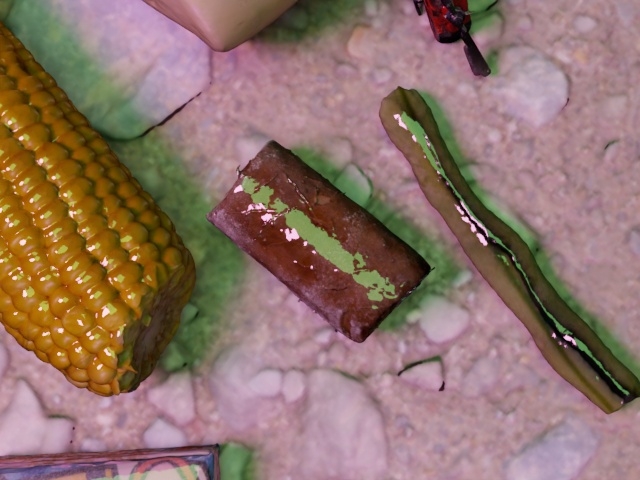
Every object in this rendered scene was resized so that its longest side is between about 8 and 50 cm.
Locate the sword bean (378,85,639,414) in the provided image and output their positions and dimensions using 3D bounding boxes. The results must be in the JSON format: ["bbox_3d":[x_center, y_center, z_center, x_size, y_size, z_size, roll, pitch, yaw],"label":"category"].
[{"bbox_3d":[0.125,0.007,0.652,0.043,0.038,0.269,-36,86,2],"label":"sword bean"}]

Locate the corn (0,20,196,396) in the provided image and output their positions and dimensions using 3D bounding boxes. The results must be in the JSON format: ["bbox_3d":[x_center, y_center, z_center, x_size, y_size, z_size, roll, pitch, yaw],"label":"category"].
[{"bbox_3d":[-0.227,-0.071,0.604,0.387,0.144,0.144,44,86,-1],"label":"corn"}]

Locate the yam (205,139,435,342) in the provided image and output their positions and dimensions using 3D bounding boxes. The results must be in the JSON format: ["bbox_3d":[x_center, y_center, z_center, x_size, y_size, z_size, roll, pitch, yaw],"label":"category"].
[{"bbox_3d":[-0.001,0.001,0.631,0.141,0.079,0.079,40,86,3],"label":"yam"}]

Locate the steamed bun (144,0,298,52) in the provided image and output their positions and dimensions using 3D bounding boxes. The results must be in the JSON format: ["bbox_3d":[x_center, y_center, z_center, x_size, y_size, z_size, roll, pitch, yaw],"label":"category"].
[{"bbox_3d":[-0.096,-0.377,0.544,0.371,0.290,0.456,-41,93,-3],"label":"steamed bun"}]

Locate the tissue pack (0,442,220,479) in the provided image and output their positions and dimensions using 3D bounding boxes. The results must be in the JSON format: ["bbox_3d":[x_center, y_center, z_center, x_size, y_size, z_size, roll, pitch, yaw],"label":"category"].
[{"bbox_3d":[-0.141,0.196,0.619,0.155,0.065,0.115,-4,87,-1],"label":"tissue pack"}]

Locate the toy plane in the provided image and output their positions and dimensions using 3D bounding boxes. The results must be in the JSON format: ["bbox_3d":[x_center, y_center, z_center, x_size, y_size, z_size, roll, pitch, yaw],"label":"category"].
[{"bbox_3d":[0.080,-0.170,0.630,0.037,0.145,0.060,-22,55,6],"label":"toy plane"}]
